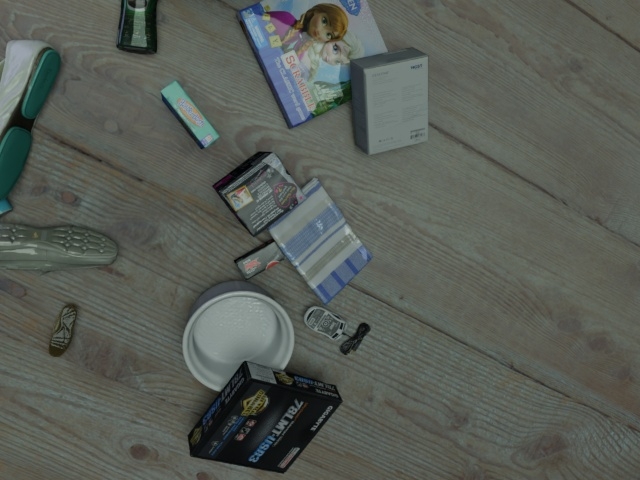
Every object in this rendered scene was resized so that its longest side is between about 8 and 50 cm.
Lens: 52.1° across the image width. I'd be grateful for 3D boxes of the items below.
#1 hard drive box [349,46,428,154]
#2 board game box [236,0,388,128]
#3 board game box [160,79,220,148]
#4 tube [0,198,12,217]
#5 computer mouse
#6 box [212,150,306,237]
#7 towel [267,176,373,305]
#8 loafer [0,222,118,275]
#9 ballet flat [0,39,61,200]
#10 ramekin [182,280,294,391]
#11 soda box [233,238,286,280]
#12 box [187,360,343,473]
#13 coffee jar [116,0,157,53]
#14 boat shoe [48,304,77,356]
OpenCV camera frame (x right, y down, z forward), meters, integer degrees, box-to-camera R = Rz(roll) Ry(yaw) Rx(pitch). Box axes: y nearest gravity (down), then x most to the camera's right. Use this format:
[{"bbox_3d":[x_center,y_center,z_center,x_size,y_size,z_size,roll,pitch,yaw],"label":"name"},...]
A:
[{"bbox_3d":[0.180,-0.357,1.682,0.181,0.089,0.232,-15,124,-16],"label":"hard drive box"},{"bbox_3d":[-0.004,-0.498,1.685,0.318,0.066,0.318,-28,103,-8],"label":"board game box"},{"bbox_3d":[-0.314,-0.295,1.567,0.047,0.210,0.160,-39,104,-5],"label":"board game box"},{"bbox_3d":[-0.817,-0.148,1.562,0.080,0.052,0.207,-35,96,-16],"label":"tube"},{"bbox_3d":[0.036,0.234,1.798,0.193,0.042,0.106,34,93,-20],"label":"computer mouse"},{"bbox_3d":[-0.153,-0.119,1.605,0.163,0.247,0.142,-37,105,-6],"label":"box"},{"bbox_3d":[0.000,0.000,1.729,0.209,0.034,0.285,-42,105,-26],"label":"towel"},{"bbox_3d":[-0.661,0.028,1.595,0.320,0.112,0.111,7,131,-14],"label":"loafer"},{"bbox_3d":[-0.737,-0.286,1.531,0.139,0.139,0.399,21,88,-14],"label":"ballet flat"},{"bbox_3d":[-0.214,0.237,1.676,0.278,0.135,0.276,-4,108,-12],"label":"ramekin"},{"bbox_3d":[-0.141,0.039,1.727,0.169,0.053,0.060,-29,102,-7],"label":"soda box"},{"bbox_3d":[-0.142,0.462,1.683,0.294,0.073,0.295,24,113,-30],"label":"box"},{"bbox_3d":[-0.438,-0.548,1.576,0.096,0.079,0.184,4,97,-11],"label":"coffee jar"},{"bbox_3d":[-0.644,0.225,1.642,0.050,0.045,0.135,22,88,-22],"label":"boat shoe"}]
